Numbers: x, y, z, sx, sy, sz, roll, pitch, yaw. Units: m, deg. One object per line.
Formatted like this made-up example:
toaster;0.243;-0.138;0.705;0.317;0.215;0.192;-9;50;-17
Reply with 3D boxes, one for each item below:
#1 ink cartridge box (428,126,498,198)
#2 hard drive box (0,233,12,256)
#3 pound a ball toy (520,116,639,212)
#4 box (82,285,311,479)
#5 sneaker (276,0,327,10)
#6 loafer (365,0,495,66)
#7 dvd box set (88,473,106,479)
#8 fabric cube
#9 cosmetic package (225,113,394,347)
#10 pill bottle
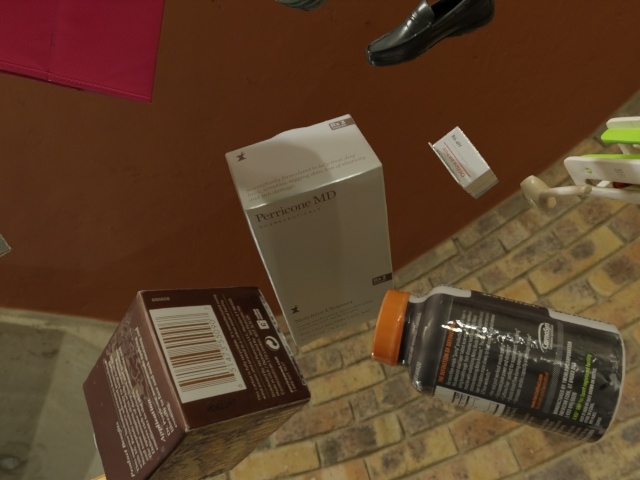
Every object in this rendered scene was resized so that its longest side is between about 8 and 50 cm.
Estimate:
ink cartridge box;0.277;-0.147;0.952;0.060;0.104;0.180;-37;-18;19
hard drive box;-0.609;-0.031;0.723;0.181;0.089;0.232;-27;-79;14
pound a ball toy;0.536;-0.099;0.867;0.208;0.319;0.136;-41;-75;-1
box;-0.155;0.180;0.601;0.167;0.168;0.203;2;-42;-46
sneaker;-0.076;-0.321;0.437;0.110;0.283;0.122;-26;-5;18
loafer;0.175;-0.362;0.828;0.223;0.076;0.078;-21;-44;13
dvd box set;-0.345;0.564;0.693;0.307;0.420;0.062;-29;-43;21
fabric cube;-0.358;-0.330;0.609;0.259;0.254;0.258;2;-77;-47
cosmetic package;0.000;0.000;0.871;0.217;0.156;0.385;-20;-41;-3
pill bottle;0.184;0.124;0.556;0.245;0.130;0.130;13;-46;14
